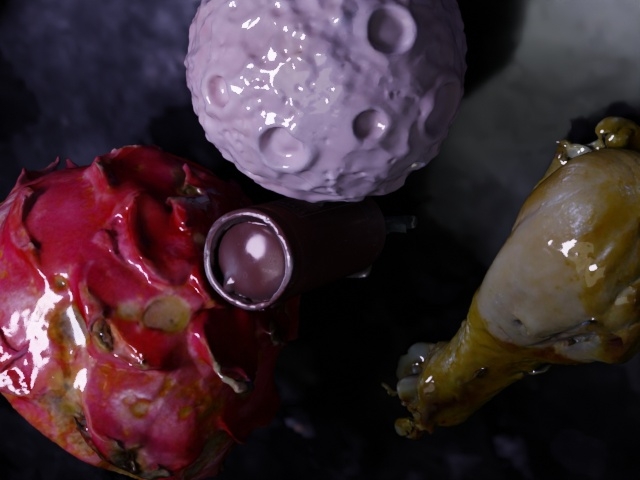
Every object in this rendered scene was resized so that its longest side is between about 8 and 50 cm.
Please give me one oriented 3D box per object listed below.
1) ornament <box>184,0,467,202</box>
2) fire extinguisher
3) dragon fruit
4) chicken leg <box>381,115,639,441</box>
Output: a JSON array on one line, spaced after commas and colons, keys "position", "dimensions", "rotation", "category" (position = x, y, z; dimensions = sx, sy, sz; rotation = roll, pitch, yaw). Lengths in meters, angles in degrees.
[{"position": [0.004, -0.150, 1.151], "dimensions": [0.259, 0.259, 0.225], "rotation": [20, 100, 14], "category": "ornament"}, {"position": [0.000, 0.000, 1.231], "dimensions": [0.104, 0.269, 0.105], "rotation": [4, 99, 27], "category": "fire extinguisher"}, {"position": [-0.166, 0.046, 1.279], "dimensions": [0.249, 0.386, 0.371], "rotation": [-44, 76, 24], "category": "dragon fruit"}, {"position": [0.201, 0.072, 1.263], "dimensions": [0.201, 0.152, 0.429], "rotation": [50, 133, 9], "category": "chicken leg"}]
